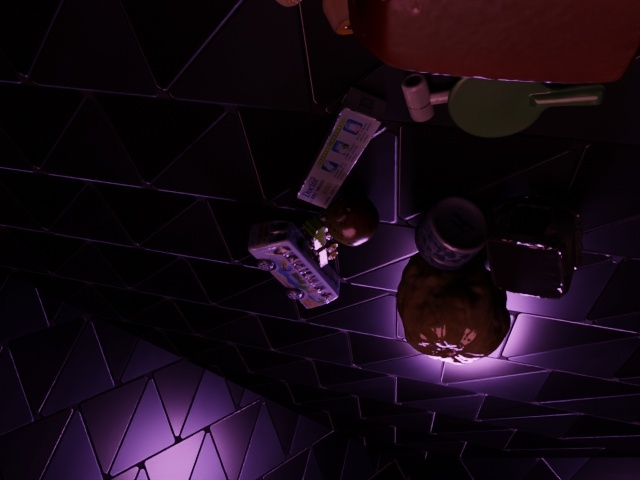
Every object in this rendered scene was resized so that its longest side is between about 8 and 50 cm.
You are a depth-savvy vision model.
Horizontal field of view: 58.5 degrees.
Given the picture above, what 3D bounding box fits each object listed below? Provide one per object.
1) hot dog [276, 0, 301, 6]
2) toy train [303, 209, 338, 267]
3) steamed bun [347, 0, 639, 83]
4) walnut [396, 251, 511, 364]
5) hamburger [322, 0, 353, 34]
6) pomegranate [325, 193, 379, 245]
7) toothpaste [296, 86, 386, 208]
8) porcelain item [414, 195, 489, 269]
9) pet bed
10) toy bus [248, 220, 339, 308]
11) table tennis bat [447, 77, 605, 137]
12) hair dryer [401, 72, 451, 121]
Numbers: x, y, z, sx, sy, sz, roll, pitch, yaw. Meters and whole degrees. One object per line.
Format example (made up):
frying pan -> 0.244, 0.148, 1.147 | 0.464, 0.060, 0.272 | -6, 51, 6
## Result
hot dog -> 0.007, -0.436, 0.837 | 0.242, 0.073, 0.084 | -19, 132, 44
toy train -> 0.000, 0.000, 1.509 | 0.060, 0.081, 0.202 | 47, 161, 27
steamed bun -> 0.224, -0.353, 0.699 | 0.379, 0.248, 0.235 | 7, 145, 7
walnut -> 0.330, 0.165, 1.441 | 0.282, 0.277, 0.253 | 3, 140, 0
hamburger -> 0.069, -0.373, 0.870 | 0.141, 0.126, 0.081 | -5, 103, 56
pomegranate -> 0.087, -0.046, 1.377 | 0.129, 0.129, 0.159 | -8, 166, 34
toothpaste -> 0.035, -0.186, 1.226 | 0.081, 0.067, 0.336 | 21, 149, -8
porcelain item -> 0.294, -0.015, 1.297 | 0.147, 0.147, 0.114 | 19, 151, -4
pet bed -> 0.471, 0.005, 1.248 | 0.183, 0.159, 0.211 | 9, 145, 33
toy bus -> -0.071, 0.069, 1.644 | 0.136, 0.109, 0.330 | -14, 138, 26
table tennis bat -> 0.351, -0.245, 0.990 | 0.257, 0.039, 0.160 | -1, 144, 17
hair dryer -> 0.222, -0.267, 1.036 | 0.137, 0.047, 0.082 | -4, 143, 21
